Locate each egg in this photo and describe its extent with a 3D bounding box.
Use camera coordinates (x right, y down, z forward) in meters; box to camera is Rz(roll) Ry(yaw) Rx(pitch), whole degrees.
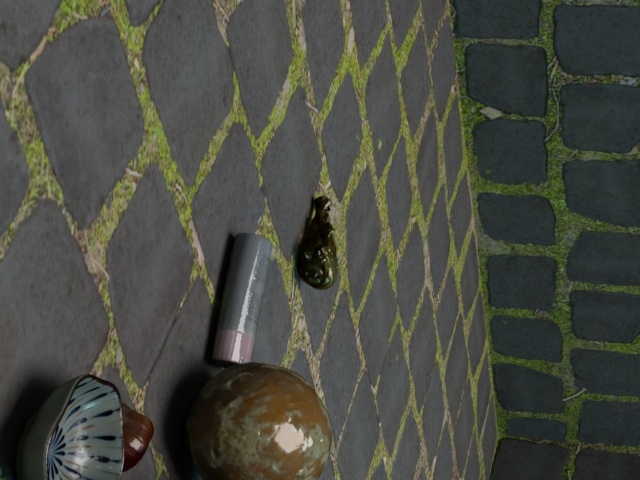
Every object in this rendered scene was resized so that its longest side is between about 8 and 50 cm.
[{"bbox_3d":[-0.086,0.271,1.740,0.245,0.203,0.203,35,60,-61],"label":"egg"}]

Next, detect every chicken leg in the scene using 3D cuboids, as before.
[{"bbox_3d":[0.000,0.000,2.163,0.093,0.070,0.178,98,-2,-59],"label":"chicken leg"}]

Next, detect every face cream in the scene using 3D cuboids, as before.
[{"bbox_3d":[-0.117,0.091,1.841,0.084,0.057,0.198,49,49,-64],"label":"face cream"}]

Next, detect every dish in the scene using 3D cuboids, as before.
[{"bbox_3d":[-0.281,0.234,1.352,0.190,0.066,0.191,4,90,-74],"label":"dish"}]

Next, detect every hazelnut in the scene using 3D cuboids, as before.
[{"bbox_3d":[-0.239,0.230,1.472,0.086,0.086,0.086,4,90,-72],"label":"hazelnut"}]
